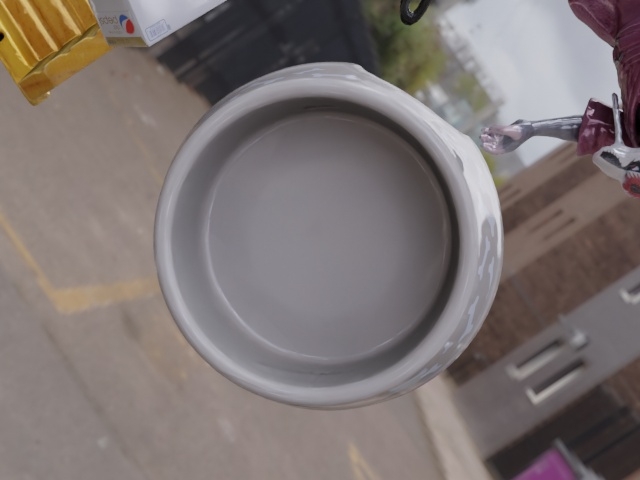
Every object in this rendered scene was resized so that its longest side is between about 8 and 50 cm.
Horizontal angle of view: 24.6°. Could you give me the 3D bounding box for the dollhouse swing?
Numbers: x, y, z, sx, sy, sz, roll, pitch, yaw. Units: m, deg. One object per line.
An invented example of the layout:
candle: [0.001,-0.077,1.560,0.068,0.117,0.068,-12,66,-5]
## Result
dollhouse swing: [-0.298,-0.367,1.854,0.315,0.347,0.305,57,3,2]

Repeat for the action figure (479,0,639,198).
action figure: [0.323,-0.172,1.378,0.276,0.248,0.370,15,63,-25]

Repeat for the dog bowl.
dog bowl: [0.000,0.000,1.403,0.348,0.349,0.102,56,9,2]

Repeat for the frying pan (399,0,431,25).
frying pan: [0.160,-0.357,1.280,0.053,0.197,0.326,-106,-167,-62]

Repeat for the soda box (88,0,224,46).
soda box: [-0.120,-0.264,1.427,0.074,0.216,0.069,8,-53,50]
